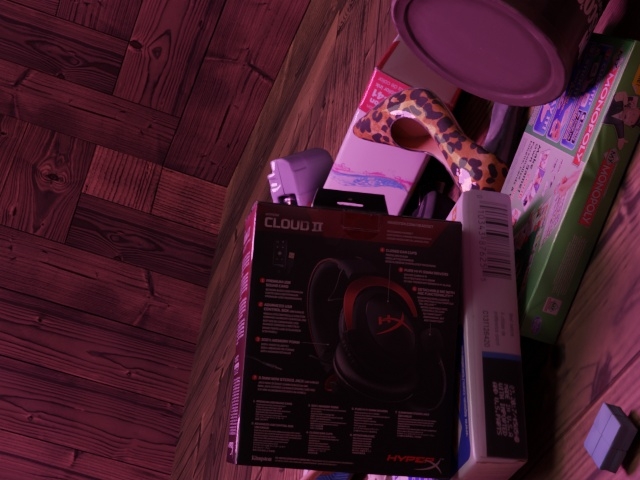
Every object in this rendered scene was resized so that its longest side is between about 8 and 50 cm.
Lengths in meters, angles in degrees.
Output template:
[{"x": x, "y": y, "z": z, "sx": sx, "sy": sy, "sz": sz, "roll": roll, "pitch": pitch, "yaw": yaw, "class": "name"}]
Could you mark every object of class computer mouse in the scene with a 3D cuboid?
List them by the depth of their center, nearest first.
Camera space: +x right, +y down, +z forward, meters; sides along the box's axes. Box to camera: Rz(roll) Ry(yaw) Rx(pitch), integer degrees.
[{"x": 0.156, "y": 0.000, "z": 1.652, "sx": 0.272, "sy": 0.072, "sz": 0.188, "roll": 123, "pitch": 165, "yaw": -87, "class": "computer mouse"}]

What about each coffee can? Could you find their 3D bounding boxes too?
[{"x": 0.226, "y": -0.312, "z": 1.276, "sx": 0.275, "sy": 0.201, "sz": 0.201, "roll": -60, "pitch": 8, "yaw": -17, "class": "coffee can"}]

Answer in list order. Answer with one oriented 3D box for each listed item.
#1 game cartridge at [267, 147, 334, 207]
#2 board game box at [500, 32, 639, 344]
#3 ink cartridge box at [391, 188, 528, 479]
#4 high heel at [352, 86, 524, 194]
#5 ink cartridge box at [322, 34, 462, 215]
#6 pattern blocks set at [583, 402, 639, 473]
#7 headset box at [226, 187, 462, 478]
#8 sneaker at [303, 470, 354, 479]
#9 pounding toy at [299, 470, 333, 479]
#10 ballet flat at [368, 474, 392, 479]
[{"x": 0.000, "y": 0.000, "z": 1.934, "sx": 0.196, "sy": 0.060, "sz": 0.294, "roll": -32, "pitch": -71, "yaw": -70, "class": "game cartridge"}, {"x": 0.260, "y": -0.069, "z": 1.301, "sx": 0.213, "sy": 0.046, "sz": 0.317, "roll": -119, "pitch": 48, "yaw": -73, "class": "board game box"}, {"x": 0.144, "y": 0.150, "z": 1.336, "sx": 0.307, "sy": 0.072, "sz": 0.303, "roll": 110, "pitch": 162, "yaw": -61, "class": "ink cartridge box"}, {"x": 0.134, "y": -0.106, "z": 1.567, "sx": 0.261, "sy": 0.093, "sz": 0.186, "roll": -3, "pitch": 58, "yaw": 35, "class": "high heel"}, {"x": 0.107, "y": -0.148, "z": 1.812, "sx": 0.306, "sy": 0.131, "sz": 0.226, "roll": -64, "pitch": -2, "yaw": 33, "class": "ink cartridge box"}, {"x": 0.208, "y": 0.314, "z": 1.012, "sx": 0.285, "sy": 0.026, "sz": 0.324, "roll": -95, "pitch": 26, "yaw": -62, "class": "pattern blocks set"}, {"x": 0.025, "y": 0.090, "z": 1.232, "sx": 0.110, "sy": 0.218, "sz": 0.293, "roll": 137, "pitch": 137, "yaw": -77, "class": "headset box"}, {"x": 0.033, "y": 0.288, "z": 1.732, "sx": 0.228, "sy": 0.087, "sz": 0.092, "roll": -58, "pitch": 10, "yaw": 38, "class": "sneaker"}, {"x": -0.035, "y": 0.422, "z": 1.663, "sx": 0.154, "sy": 0.155, "sz": 0.269, "roll": 143, "pitch": 142, "yaw": -65, "class": "pounding toy"}, {"x": 0.086, "y": 0.283, "z": 1.567, "sx": 0.057, "sy": 0.052, "sz": 0.168, "roll": -168, "pitch": 96, "yaw": -78, "class": "ballet flat"}]
